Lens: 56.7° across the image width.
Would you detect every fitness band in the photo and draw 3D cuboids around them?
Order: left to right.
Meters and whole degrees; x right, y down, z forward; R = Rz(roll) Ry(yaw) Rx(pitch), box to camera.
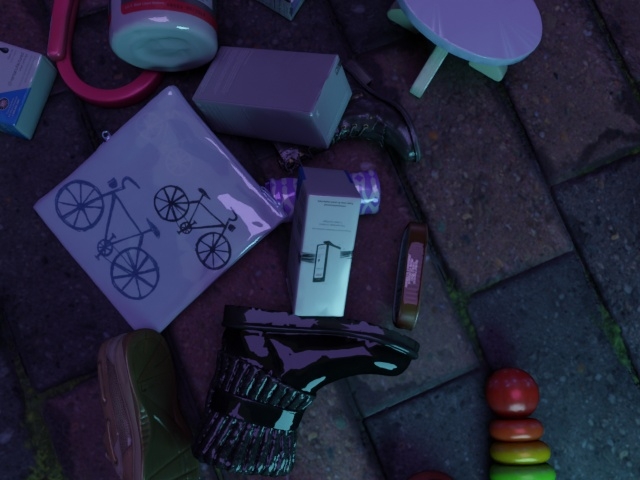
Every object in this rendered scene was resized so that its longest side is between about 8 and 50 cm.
[{"bbox_3d":[-0.377,-0.386,1.084,0.209,0.054,0.291,6,82,-6],"label":"fitness band"}]

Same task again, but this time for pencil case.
[{"bbox_3d":[0.008,-0.082,1.050,0.206,0.086,0.088,-6,48,-7],"label":"pencil case"}]

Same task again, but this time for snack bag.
[{"bbox_3d":[-0.278,-0.053,1.016,0.342,0.037,0.323,-42,85,4],"label":"snack bag"}]

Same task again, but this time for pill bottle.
[{"bbox_3d":[-0.264,-0.465,0.993,0.176,0.176,0.319,-2,82,-5],"label":"pill bottle"}]

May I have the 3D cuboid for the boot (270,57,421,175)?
[{"bbox_3d":[0.026,-0.187,1.062,0.229,0.091,0.263,-35,70,-8],"label":"boot"}]

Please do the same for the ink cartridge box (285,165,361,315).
[{"bbox_3d":[0.000,0.000,0.954,0.085,0.148,0.203,3,113,-9],"label":"ink cartridge box"}]

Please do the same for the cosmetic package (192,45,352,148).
[{"bbox_3d":[-0.080,-0.245,1.003,0.238,0.107,0.127,16,69,23],"label":"cosmetic package"}]

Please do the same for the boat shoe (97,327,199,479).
[{"bbox_3d":[-0.287,0.319,0.963,0.110,0.121,0.341,-17,78,31],"label":"boat shoe"}]

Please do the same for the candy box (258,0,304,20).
[{"bbox_3d":[-0.094,-0.541,1.115,0.196,0.070,0.165,31,80,1],"label":"candy box"}]

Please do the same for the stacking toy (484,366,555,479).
[{"bbox_3d":[0.333,0.381,0.992,0.141,0.141,0.330,-2,75,-4],"label":"stacking toy"}]

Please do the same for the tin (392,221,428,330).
[{"bbox_3d":[0.154,0.060,1.028,0.040,0.106,0.190,8,80,5],"label":"tin"}]

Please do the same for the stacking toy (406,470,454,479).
[{"bbox_3d":[0.130,0.535,0.941,0.309,0.130,0.280,-16,83,-6],"label":"stacking toy"}]

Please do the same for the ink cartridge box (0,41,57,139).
[{"bbox_3d":[-0.586,-0.276,1.035,0.190,0.082,0.140,17,81,-3],"label":"ink cartridge box"}]

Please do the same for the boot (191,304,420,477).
[{"bbox_3d":[-0.021,0.255,0.972,0.348,0.131,0.260,7,78,2],"label":"boot"}]

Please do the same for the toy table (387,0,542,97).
[{"bbox_3d":[0.245,-0.395,1.073,0.274,0.161,0.252,43,81,2],"label":"toy table"}]
